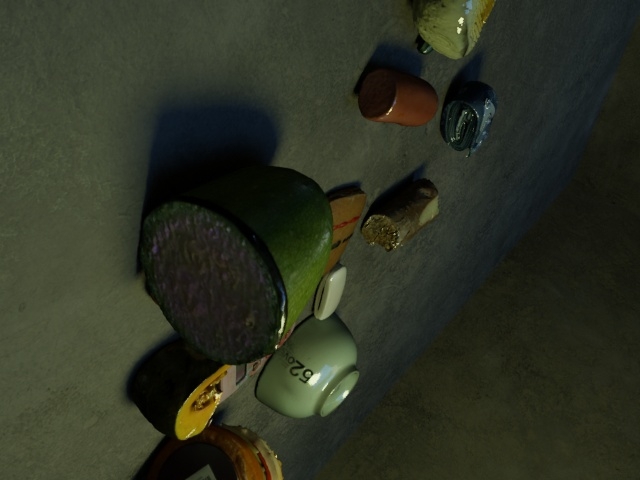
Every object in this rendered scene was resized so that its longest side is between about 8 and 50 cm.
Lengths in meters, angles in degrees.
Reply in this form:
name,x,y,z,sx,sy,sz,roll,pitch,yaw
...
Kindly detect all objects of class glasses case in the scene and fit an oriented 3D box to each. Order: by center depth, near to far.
name,x,y,z,sx,sy,sz,roll,pitch,yaw
glasses case,0.027,0.146,1.850,0.081,0.051,0.204,-33,149,-40

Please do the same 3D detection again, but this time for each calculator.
name,x,y,z,sx,sy,sz,roll,pitch,yaw
calculator,-0.162,0.264,1.683,0.329,0.048,0.220,-39,152,-35

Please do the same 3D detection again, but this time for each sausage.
name,x,y,z,sx,sy,sz,roll,pitch,yaw
sausage,0.181,-0.308,1.439,0.259,0.113,0.114,-10,132,-57

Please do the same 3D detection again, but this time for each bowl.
name,x,y,z,sx,sy,sz,roll,pitch,yaw
bowl,-0.008,0.401,1.972,0.354,0.185,0.354,-41,154,-25

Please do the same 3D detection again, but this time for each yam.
name,x,y,z,sx,sy,sz,roll,pitch,yaw
yam,0.232,-0.069,1.847,0.238,0.129,0.128,-34,-175,-36

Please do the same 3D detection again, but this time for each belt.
name,x,y,z,sx,sy,sz,roll,pitch,yaw
belt,0.411,-0.346,1.791,0.128,0.122,0.218,-47,162,-17

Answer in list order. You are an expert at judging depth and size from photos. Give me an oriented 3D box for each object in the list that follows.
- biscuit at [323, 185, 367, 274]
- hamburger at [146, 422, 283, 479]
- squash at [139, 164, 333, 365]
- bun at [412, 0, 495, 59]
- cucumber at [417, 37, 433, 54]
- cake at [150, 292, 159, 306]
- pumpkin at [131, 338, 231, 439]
name,x,y,z,sx,sy,sz,roll,pitch,yaw
biscuit,0.001,0.001,1.603,0.262,0.052,0.277,-14,136,-56
hamburger,-0.264,0.634,1.673,0.330,0.330,0.250,-53,157,0
squash,-0.104,0.014,1.164,0.309,0.310,0.310,-35,152,-49
bun,0.261,-0.484,1.293,0.244,0.153,0.244,20,90,-76
cucumber,0.250,-0.450,1.440,0.105,0.048,0.048,-55,156,5
cake,-0.274,0.112,1.218,0.044,0.084,0.084,-54,158,-18
pumpkin,-0.261,0.297,1.426,0.280,0.139,0.190,-32,145,-34
